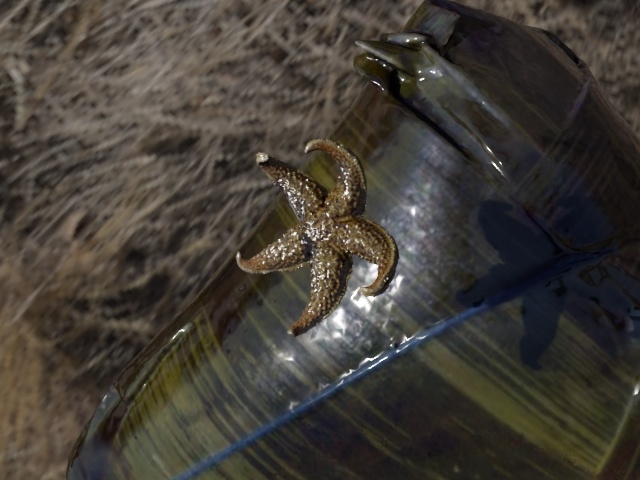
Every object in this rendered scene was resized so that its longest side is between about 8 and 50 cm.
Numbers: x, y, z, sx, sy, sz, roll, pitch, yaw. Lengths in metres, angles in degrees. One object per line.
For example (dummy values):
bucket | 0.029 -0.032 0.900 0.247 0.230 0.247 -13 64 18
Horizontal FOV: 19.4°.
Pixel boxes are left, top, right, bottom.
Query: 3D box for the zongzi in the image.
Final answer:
zongzi | 0.096 0.142 1.027 0.403 0.208 0.432 -48 69 15

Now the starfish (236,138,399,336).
starfish | 0.000 0.000 0.845 0.078 0.028 0.091 7 84 25
